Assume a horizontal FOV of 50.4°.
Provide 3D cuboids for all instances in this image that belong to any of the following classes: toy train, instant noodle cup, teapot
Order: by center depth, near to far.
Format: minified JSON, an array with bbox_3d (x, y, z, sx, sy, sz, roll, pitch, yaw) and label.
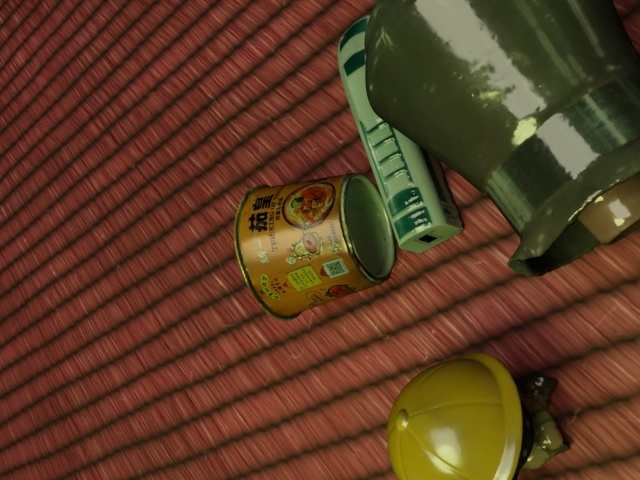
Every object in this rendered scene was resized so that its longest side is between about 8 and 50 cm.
[{"bbox_3d":[0.275,-0.177,0.784,0.376,0.305,0.361,-32,72,-1],"label":"teapot"},{"bbox_3d":[0.000,0.000,1.011,0.172,0.216,0.215,-15,75,27],"label":"instant noodle cup"},{"bbox_3d":[0.096,-0.183,1.022,0.086,0.088,0.407,-31,65,32],"label":"toy train"}]

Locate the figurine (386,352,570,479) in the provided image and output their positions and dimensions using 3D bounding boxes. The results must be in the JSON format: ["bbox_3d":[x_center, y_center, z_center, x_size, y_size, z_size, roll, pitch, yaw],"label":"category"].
[{"bbox_3d":[0.182,0.228,0.795,0.167,0.257,0.192,10,84,37],"label":"figurine"}]
